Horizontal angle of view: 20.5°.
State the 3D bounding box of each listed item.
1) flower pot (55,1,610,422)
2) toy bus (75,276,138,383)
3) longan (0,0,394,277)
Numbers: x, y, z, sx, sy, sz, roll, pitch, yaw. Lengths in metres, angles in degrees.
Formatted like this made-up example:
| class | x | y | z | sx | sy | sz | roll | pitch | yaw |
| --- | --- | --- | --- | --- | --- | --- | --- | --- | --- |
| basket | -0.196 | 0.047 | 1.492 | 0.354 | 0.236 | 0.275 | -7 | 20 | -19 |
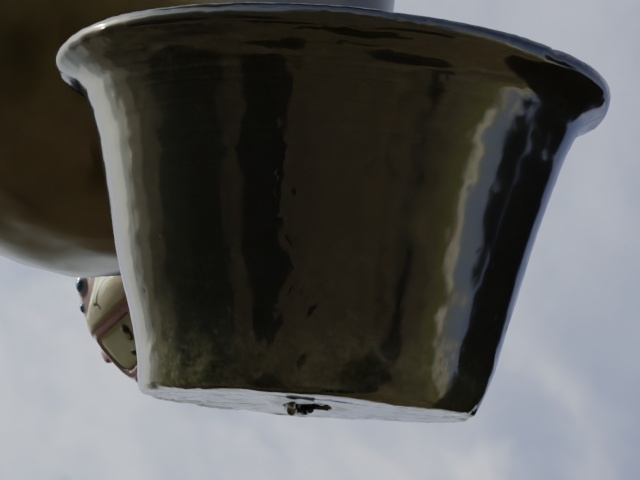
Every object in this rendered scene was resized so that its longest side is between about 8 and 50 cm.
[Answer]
| class | x | y | z | sx | sy | sz | roll | pitch | yaw |
| --- | --- | --- | --- | --- | --- | --- | --- | --- | --- |
| flower pot | 0.000 | 0.000 | 0.741 | 0.235 | 0.148 | 0.235 | 5 | -10 | 1 |
| toy bus | -0.077 | 0.032 | 1.368 | 0.202 | 0.142 | 0.142 | 4 | -30 | -37 |
| longan | -0.123 | -0.153 | 1.121 | 0.361 | 0.361 | 0.361 | 19 | -37 | 15 |
